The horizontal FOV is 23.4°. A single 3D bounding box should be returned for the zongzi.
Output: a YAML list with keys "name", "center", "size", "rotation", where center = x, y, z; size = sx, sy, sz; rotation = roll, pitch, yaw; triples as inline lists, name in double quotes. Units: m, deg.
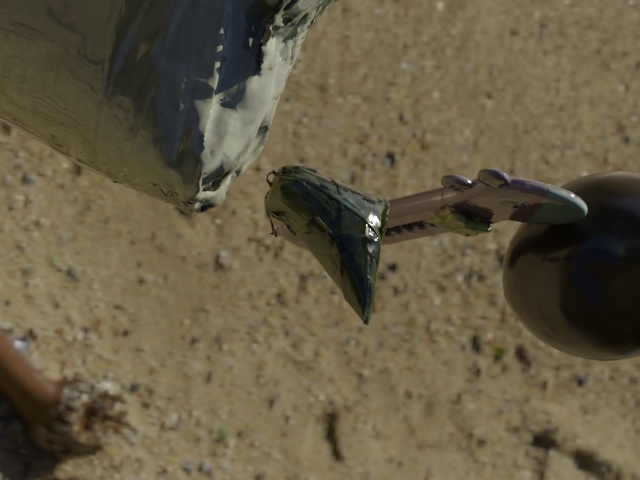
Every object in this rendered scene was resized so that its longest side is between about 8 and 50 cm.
- name: "zongzi"
  center: [0.000, 0.000, 1.244]
  size: [0.109, 0.055, 0.119]
  rotation: [24, 49, -18]

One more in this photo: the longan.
- name: "longan"
  center: [0.281, 0.023, 1.480]
  size: [0.198, 0.212, 0.198]
  rotation: [48, 28, -36]

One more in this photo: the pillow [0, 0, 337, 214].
- name: "pillow"
  center: [-0.063, -0.095, 0.367]
  size: [0.134, 0.181, 0.078]
  rotation: [-58, 156, -12]

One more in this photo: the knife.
- name: "knife"
  center: [0.091, -0.017, 1.498]
  size: [0.132, 0.398, 0.038]
  rotation: [22, 73, -30]
